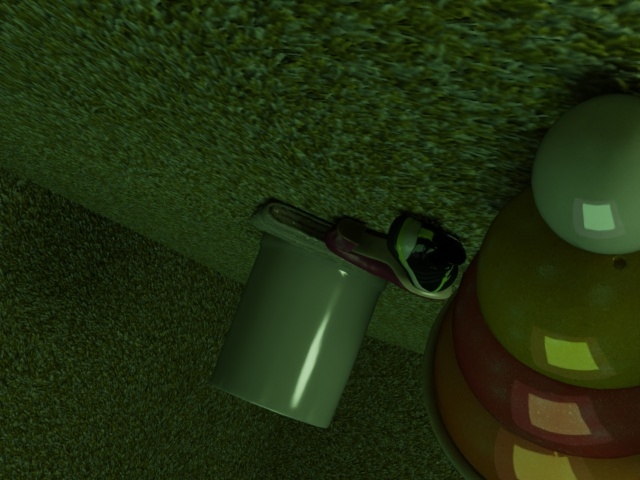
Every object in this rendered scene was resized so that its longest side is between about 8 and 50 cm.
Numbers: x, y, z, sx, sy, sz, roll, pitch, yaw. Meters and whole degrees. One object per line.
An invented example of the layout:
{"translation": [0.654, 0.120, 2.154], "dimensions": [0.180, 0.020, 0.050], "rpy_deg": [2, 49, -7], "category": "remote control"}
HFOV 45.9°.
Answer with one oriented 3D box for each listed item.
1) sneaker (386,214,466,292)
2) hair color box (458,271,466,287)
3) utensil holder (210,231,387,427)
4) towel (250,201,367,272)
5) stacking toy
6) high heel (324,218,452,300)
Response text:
{"translation": [0.186, 0.034, 1.197], "dimensions": [0.097, 0.084, 0.235], "rpy_deg": [13, 168, 34], "category": "sneaker"}
{"translation": [0.307, 0.086, 1.320], "dimensions": [0.093, 0.053, 0.167], "rpy_deg": [21, 172, -2], "category": "hair color box"}
{"translation": [-0.057, 0.213, 1.814], "dimensions": [0.328, 0.385, 0.327], "rpy_deg": [21, 170, 4], "category": "utensil holder"}
{"translation": [0.000, 0.000, 1.515], "dimensions": [0.282, 0.049, 0.187], "rpy_deg": [23, 170, -13], "category": "towel"}
{"translation": [0.253, 0.055, 0.699], "dimensions": [0.351, 0.350, 0.480], "rpy_deg": [17, 154, 22], "category": "stacking toy"}
{"translation": [0.119, 0.043, 1.372], "dimensions": [0.244, 0.082, 0.117], "rpy_deg": [26, 163, -5], "category": "high heel"}
